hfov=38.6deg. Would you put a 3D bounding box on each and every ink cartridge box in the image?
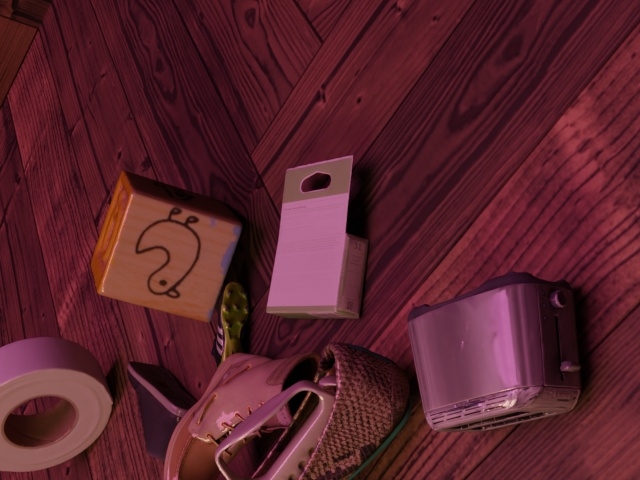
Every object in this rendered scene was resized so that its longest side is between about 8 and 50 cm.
[{"bbox_3d":[0.000,0.000,1.393,0.171,0.056,0.235,-6,71,51],"label":"ink cartridge box"}]

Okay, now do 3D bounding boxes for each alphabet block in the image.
[{"bbox_3d":[-0.271,0.008,1.584,0.192,0.197,0.193,-71,21,7],"label":"alphabet block"}]

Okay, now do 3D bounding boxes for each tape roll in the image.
[{"bbox_3d":[-0.567,0.329,1.828,0.286,0.286,0.100,-59,40,21],"label":"tape roll"}]

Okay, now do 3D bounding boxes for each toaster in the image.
[{"bbox_3d":[0.192,0.135,1.046,0.227,0.129,0.146,-26,62,44],"label":"toaster"}]

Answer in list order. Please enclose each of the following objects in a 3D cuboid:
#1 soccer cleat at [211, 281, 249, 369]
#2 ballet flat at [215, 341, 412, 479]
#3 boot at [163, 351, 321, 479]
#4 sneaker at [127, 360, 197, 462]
[{"bbox_3d":[-0.157,0.159,1.540,0.072,0.060,0.179,-18,68,50],"label":"soccer cleat"},{"bbox_3d":[-0.076,0.334,1.195,0.483,0.182,0.164,-55,22,3],"label":"ballet flat"},{"bbox_3d":[-0.111,0.278,1.363,0.203,0.095,0.262,-10,40,47],"label":"boot"},{"bbox_3d":[-0.307,0.308,1.663,0.222,0.083,0.118,31,104,50],"label":"sneaker"}]
